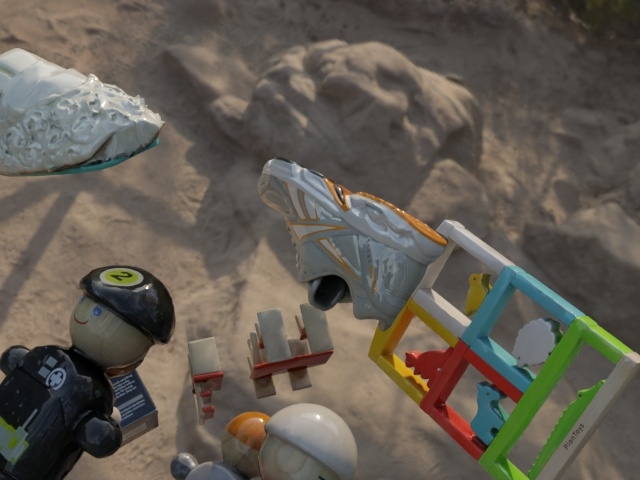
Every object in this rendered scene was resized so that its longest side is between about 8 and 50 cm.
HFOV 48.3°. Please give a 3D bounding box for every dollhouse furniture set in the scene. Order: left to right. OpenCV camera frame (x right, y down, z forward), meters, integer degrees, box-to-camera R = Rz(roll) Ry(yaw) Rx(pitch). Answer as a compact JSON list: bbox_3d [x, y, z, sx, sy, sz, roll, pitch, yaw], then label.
[{"bbox_3d":[-0.105,0.236,1.299,0.258,0.262,0.135,-9,66,-15],"label":"dollhouse furniture set"}]

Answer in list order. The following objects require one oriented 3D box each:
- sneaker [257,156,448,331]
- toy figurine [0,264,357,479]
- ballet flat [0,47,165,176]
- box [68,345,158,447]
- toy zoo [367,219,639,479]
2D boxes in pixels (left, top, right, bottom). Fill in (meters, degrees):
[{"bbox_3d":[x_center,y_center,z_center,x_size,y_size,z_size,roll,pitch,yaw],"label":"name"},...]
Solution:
[{"bbox_3d":[0.000,0.000,0.720,0.099,0.121,0.262,27,1,-39],"label":"sneaker"},{"bbox_3d":[-0.101,0.128,0.455,0.213,0.209,0.148,35,72,-5],"label":"toy figurine"},{"bbox_3d":[-0.355,-0.141,0.799,0.147,0.408,0.147,-2,92,-54],"label":"ballet flat"},{"bbox_3d":[-0.342,0.247,1.174,0.093,0.156,0.158,-27,74,-21],"label":"box"},{"bbox_3d":[0.165,0.111,0.767,0.030,0.192,0.293,4,29,-48],"label":"toy zoo"}]
